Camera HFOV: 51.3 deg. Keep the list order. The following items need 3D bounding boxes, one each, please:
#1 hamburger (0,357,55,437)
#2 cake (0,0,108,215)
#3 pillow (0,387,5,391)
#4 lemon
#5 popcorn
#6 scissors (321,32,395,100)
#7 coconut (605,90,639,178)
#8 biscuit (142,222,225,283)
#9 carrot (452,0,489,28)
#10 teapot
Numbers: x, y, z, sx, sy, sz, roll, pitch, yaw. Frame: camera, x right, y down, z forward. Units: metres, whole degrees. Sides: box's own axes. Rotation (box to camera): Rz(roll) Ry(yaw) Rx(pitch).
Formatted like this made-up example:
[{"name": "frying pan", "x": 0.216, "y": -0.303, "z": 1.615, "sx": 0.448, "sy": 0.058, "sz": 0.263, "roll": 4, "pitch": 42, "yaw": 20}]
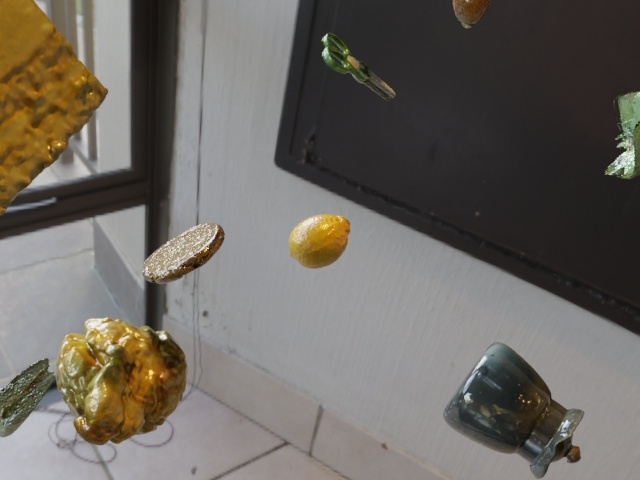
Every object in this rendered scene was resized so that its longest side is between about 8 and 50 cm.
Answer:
[{"name": "hamburger", "x": -0.432, "y": 0.230, "z": 0.957, "sx": 0.054, "sy": 0.084, "sz": 0.121, "roll": 36, "pitch": 36, "yaw": -7}, {"name": "cake", "x": -0.435, "y": -0.194, "z": 0.732, "sx": 0.228, "sy": 0.286, "sz": 0.222, "roll": 10, "pitch": 57, "yaw": 40}, {"name": "pillow", "x": -0.720, "y": 0.433, "z": 1.243, "sx": 0.101, "sy": 0.228, "sz": 0.326, "roll": 25, "pitch": 32, "yaw": 2}, {"name": "lemon", "x": 0.000, "y": 0.000, "z": 1.800, "sx": 0.187, "sy": 0.142, "sz": 0.142, "roll": -31, "pitch": 45, "yaw": 1}, {"name": "popcorn", "x": -0.402, "y": 0.272, "z": 1.330, "sx": 0.265, "sy": 0.225, "sz": 0.332, "roll": 46, "pitch": 9, "yaw": -5}, {"name": "scissors", "x": 0.084, "y": -0.359, "z": 1.418, "sx": 0.204, "sy": 0.027, "sz": 0.101, "roll": 30, "pitch": 44, "yaw": -31}, {"name": "coconut", "x": 0.440, "y": -0.145, "z": 0.929, "sx": 0.055, "sy": 0.133, "sz": 0.158, "roll": 7, "pitch": 41, "yaw": 13}, {"name": "biscuit", "x": -0.321, "y": 0.031, "z": 1.571, "sx": 0.226, "sy": 0.042, "sz": 0.226, "roll": -23, "pitch": 24, "yaw": 11}, {"name": "carrot", "x": 0.240, "y": -0.460, "z": 1.018, "sx": 0.062, "sy": 0.271, "sz": 0.066, "roll": -32, "pitch": 45, "yaw": -33}, {"name": "teapot", "x": 0.436, "y": 0.409, "z": 1.486, "sx": 0.285, "sy": 0.305, "sz": 0.223, "roll": 35, "pitch": 57, "yaw": 20}]
